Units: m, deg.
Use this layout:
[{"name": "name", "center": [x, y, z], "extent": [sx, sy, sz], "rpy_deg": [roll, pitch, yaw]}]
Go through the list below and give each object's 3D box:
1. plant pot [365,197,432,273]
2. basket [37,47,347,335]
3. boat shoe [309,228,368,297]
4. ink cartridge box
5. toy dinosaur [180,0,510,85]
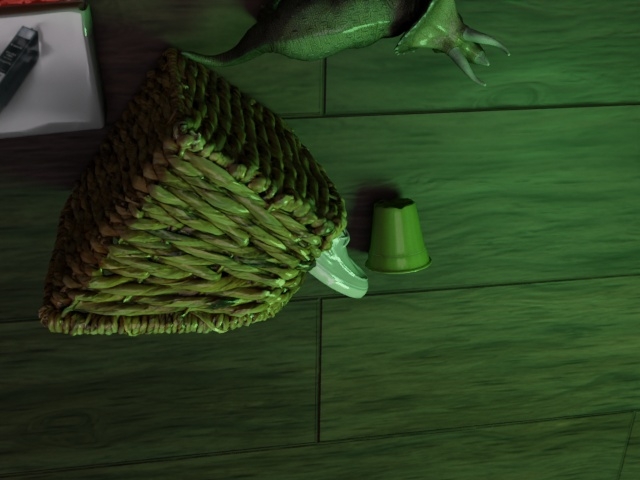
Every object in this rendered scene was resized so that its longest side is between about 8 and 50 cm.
[{"name": "plant pot", "center": [0.094, -0.009, 0.977], "extent": [0.083, 0.083, 0.079], "rpy_deg": [-6, 106, -7]}, {"name": "basket", "center": [-0.122, -0.022, 0.799], "extent": [0.213, 0.299, 0.223], "rpy_deg": [32, 105, -25]}, {"name": "boat shoe", "center": [0.000, 0.000, 0.972], "extent": [0.184, 0.066, 0.063], "rpy_deg": [40, 105, -16]}, {"name": "ink cartridge box", "center": [-0.370, -0.218, 0.787], "extent": [0.275, 0.060, 0.239], "rpy_deg": [-7, 120, -7]}, {"name": "toy dinosaur", "center": [0.016, -0.230, 0.793], "extent": [0.314, 0.160, 0.121], "rpy_deg": [-4, 118, -9]}]
